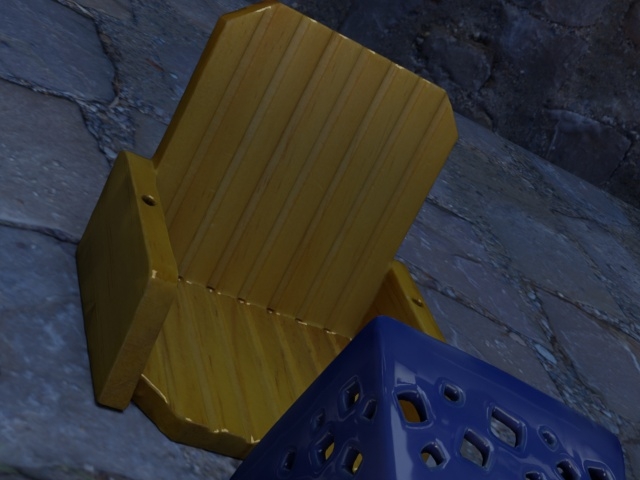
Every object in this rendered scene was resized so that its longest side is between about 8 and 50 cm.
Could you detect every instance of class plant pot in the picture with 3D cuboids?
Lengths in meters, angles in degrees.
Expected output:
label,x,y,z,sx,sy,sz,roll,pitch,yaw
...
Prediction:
label,x,y,z,sx,sy,sz,roll,pitch,yaw
plant pot,0.075,0.234,0.786,0.236,0.236,0.212,28,30,-18

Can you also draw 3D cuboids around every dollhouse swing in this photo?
label,x,y,z,sx,sy,sz,roll,pitch,yaw
dollhouse swing,0.000,0.000,1.039,0.347,0.305,0.315,23,25,-30
